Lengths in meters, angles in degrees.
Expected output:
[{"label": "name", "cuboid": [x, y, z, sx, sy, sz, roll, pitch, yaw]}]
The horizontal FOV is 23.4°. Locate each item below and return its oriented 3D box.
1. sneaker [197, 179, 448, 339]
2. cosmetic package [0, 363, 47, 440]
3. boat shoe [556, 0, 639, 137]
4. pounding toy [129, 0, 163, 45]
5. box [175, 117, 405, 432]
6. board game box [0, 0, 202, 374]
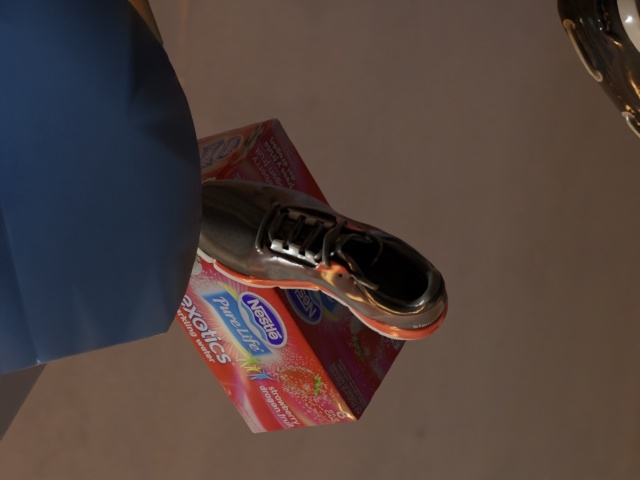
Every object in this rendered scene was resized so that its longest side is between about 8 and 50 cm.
[{"label": "sneaker", "cuboid": [0.000, 0.000, 0.834, 0.065, 0.157, 0.061, 105, -174, -72]}, {"label": "cosmetic package", "cuboid": [-0.341, 0.087, 1.099, 0.453, 0.161, 0.230, -70, -24, -58]}, {"label": "boat shoe", "cuboid": [0.306, -0.122, 1.301, 0.302, 0.091, 0.114, 52, -123, -29]}, {"label": "pounding toy", "cuboid": [-0.164, -0.211, 0.749, 0.110, 0.237, 0.183, -15, -42, -9]}, {"label": "box", "cuboid": [-0.050, 0.035, 1.369, 0.257, 0.128, 0.123, 59, -139, -24]}, {"label": "board game box", "cuboid": [-0.107, -0.022, 0.551, 0.033, 0.168, 0.133, -10, -95, -63]}]
